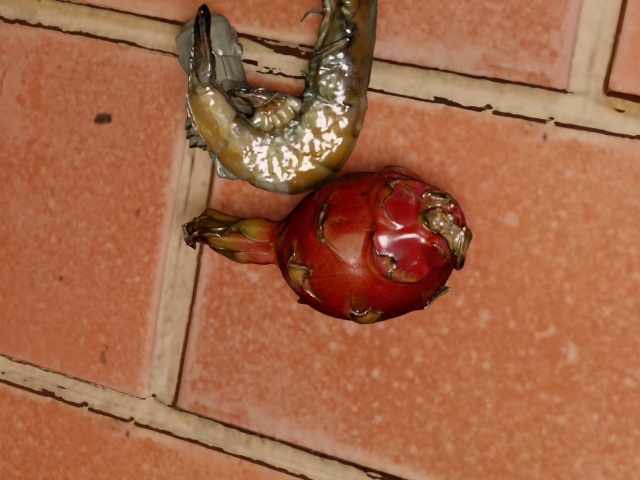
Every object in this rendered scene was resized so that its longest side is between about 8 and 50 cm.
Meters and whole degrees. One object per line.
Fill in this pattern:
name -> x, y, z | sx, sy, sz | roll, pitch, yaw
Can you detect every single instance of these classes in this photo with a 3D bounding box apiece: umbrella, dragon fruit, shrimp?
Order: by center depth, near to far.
dragon fruit -> 0.000, 0.000, 1.133 | 0.246, 0.125, 0.125 | 3, 122, 19
shrimp -> -0.030, -0.147, 1.160 | 0.150, 0.051, 0.217 | 12, 93, -3
umbrella -> -0.084, -0.120, 1.210 | 0.067, 0.062, 0.143 | -10, 81, -5
